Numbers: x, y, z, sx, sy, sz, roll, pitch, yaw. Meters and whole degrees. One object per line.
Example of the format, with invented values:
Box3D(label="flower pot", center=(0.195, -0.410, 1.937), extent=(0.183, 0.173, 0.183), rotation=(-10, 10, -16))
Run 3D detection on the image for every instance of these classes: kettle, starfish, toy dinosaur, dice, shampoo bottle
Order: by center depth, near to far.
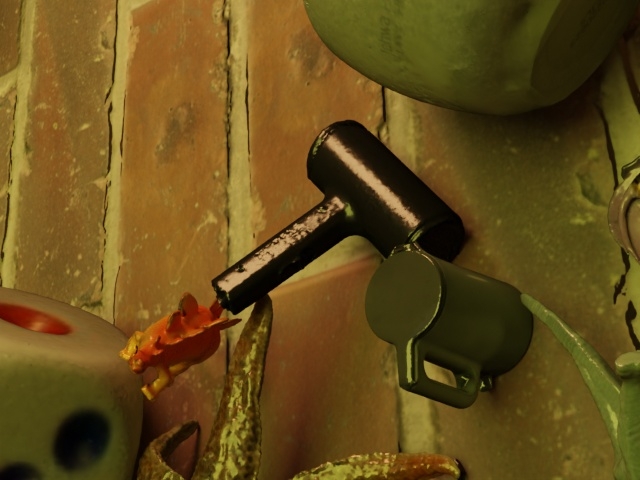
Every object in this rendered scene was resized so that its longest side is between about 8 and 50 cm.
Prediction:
Box3D(label="toy dinosaur", center=(0.268, 0.147, 0.828), extent=(0.393, 0.092, 0.205), rotation=(33, 141, 46))
Box3D(label="shampoo bottle", center=(0.136, -0.284, 0.983), extent=(0.317, 0.322, 0.322), rotation=(41, 103, 37))
Box3D(label="kettle", center=(0.114, 0.080, 0.985), extent=(0.098, 0.148, 0.127), rotation=(24, 92, 43))
Box3D(label="starfish", center=(-0.062, 0.293, 1.091), extent=(0.384, 0.132, 0.398), rotation=(-53, 51, 8))
Box3D(label="toy dinosaur", center=(-0.142, 0.102, 1.163), extent=(0.117, 0.288, 0.070), rotation=(-41, 85, 10))
Box3D(label="dice", center=(-0.382, 0.230, 1.237), extent=(0.304, 0.277, 0.304), rotation=(26, 100, 60))

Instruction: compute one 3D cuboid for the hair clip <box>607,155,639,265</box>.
Box3D(label="hair clip", center=(0.354, 0.045, 0.851), extent=(0.358, 0.096, 0.110), rotation=(-110, 30, -43))

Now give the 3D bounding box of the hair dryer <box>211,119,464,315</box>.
Box3D(label="hair dryer", center=(0.000, 0.000, 1.104), extent=(0.251, 0.089, 0.197), rotation=(-34, 50, -11))
